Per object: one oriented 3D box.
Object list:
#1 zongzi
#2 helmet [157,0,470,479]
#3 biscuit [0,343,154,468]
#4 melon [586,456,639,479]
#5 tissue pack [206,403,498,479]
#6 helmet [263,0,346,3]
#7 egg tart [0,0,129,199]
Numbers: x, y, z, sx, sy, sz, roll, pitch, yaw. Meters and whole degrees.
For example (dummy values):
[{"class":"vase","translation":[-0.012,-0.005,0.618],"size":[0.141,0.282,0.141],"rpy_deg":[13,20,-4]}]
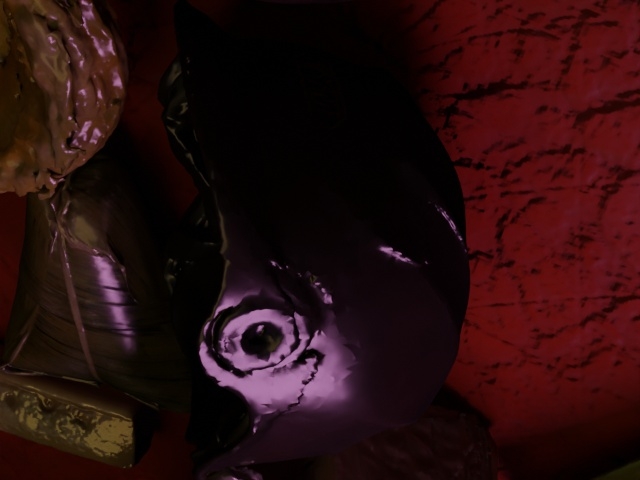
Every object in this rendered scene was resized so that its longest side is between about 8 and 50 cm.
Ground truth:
[{"class":"zongzi","translation":[-0.105,0.034,1.206],"size":[0.204,0.094,0.205],"rpy_deg":[21,135,5]},{"class":"helmet","translation":[0.000,0.000,1.040],"size":[0.177,0.225,0.305],"rpy_deg":[-2,137,-8]},{"class":"biscuit","translation":[-0.217,0.118,1.371],"size":[0.188,0.052,0.056],"rpy_deg":[17,118,14]},{"class":"melon","translation":[0.274,0.209,1.139],"size":[0.196,0.124,0.323],"rpy_deg":[42,129,-13]},{"class":"tissue pack","translation":[-0.044,0.246,1.237],"size":[0.238,0.238,0.305],"rpy_deg":[39,136,-8]},{"class":"helmet","translation":[-0.018,-0.217,0.884],"size":[0.216,0.193,0.189],"rpy_deg":[55,141,17]},{"class":"egg tart","translation":[-0.240,-0.149,1.089],"size":[0.288,0.118,0.288],"rpy_deg":[16,141,13]}]
